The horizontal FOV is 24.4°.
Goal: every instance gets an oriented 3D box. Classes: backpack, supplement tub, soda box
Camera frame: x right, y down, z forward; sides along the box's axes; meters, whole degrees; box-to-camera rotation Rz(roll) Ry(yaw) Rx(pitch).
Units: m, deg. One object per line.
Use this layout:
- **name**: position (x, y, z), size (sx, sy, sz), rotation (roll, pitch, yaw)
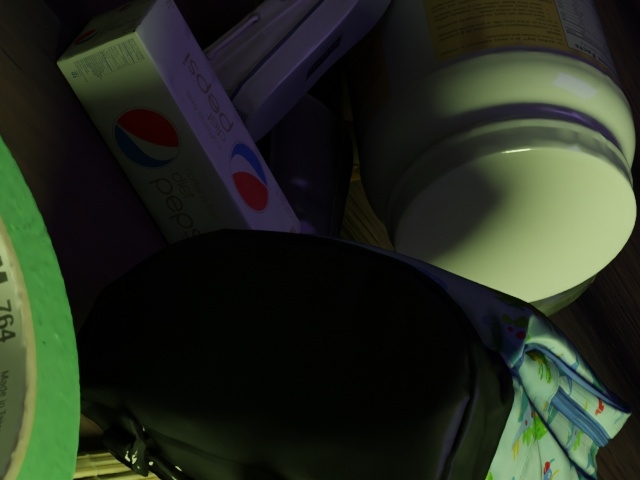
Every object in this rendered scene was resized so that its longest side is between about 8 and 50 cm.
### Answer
- **backpack**: position (0.055, 0.127, 0.957), size (0.273, 0.290, 0.355), rotation (-57, 138, -23)
- **supplement tub**: position (0.144, -0.133, 1.320), size (0.241, 0.241, 0.331), rotation (46, 28, -45)
- **soda box**: position (-0.096, -0.065, 1.061), size (0.216, 0.069, 0.074), rotation (61, 27, -25)

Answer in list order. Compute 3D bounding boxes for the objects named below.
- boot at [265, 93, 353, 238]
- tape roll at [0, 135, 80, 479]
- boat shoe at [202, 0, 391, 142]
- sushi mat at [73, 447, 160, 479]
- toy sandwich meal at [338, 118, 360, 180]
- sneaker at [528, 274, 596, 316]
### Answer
- **boot**: position (0.003, 0.000, 1.240), size (0.190, 0.076, 0.208), rotation (57, 22, -35)
- **tape roll**: position (-0.232, 0.032, 0.678), size (0.321, 0.077, 0.321), rotation (50, 30, -44)
- **boat shoe**: position (-0.014, -0.186, 1.186), size (0.084, 0.095, 0.258), rotation (36, 55, 10)
- **sushi mat**: position (-0.100, 0.202, 0.937), size (0.316, 0.019, 0.151), rotation (7, 69, -64)
- **toy sandwich meal**: position (0.015, -0.086, 1.355), size (0.085, 0.029, 0.086), rotation (44, 37, -46)
- **sneaker**: position (0.156, -0.075, 1.537), size (0.257, 0.169, 0.447), rotation (56, 20, -14)
